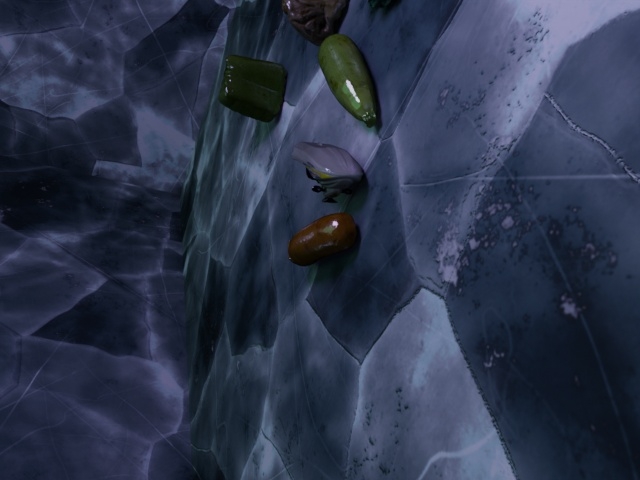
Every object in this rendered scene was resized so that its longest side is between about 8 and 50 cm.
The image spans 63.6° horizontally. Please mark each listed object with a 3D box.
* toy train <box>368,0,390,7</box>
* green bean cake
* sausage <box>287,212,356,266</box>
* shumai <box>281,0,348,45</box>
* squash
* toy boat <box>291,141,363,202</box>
[{"bbox_3d":[0.145,-0.685,1.318,0.155,0.107,0.198,-63,27,16],"label":"toy train"},{"bbox_3d":[-0.266,-0.594,1.995,0.125,0.248,0.222,-16,62,64],"label":"green bean cake"},{"bbox_3d":[0.000,-0.002,1.327,0.270,0.108,0.109,-26,56,57],"label":"sausage"},{"bbox_3d":[-0.007,-0.720,1.592,0.175,0.205,0.167,-31,54,31],"label":"shumai"},{"bbox_3d":[0.070,-0.422,1.346,0.118,0.118,0.371,-57,34,39],"label":"squash"},{"bbox_3d":[0.016,-0.181,1.338,0.141,0.140,0.269,-66,29,25],"label":"toy boat"}]
